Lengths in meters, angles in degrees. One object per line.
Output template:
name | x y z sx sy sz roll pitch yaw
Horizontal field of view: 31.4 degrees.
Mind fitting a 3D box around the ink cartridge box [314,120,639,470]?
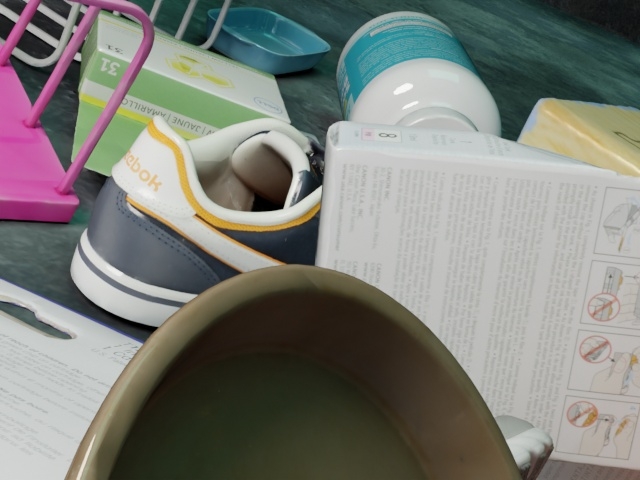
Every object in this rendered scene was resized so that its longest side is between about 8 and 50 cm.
ink cartridge box | 0.112 0.036 0.655 0.232 0.189 0.066 4 24 -3

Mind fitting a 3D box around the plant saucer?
plant saucer | 0.005 0.146 0.385 0.278 0.041 0.278 27 55 -47

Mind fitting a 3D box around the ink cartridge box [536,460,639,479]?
ink cartridge box | 0.149 0.058 0.727 0.255 0.189 0.097 30 24 12

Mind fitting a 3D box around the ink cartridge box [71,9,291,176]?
ink cartridge box | -0.109 -0.102 0.915 0.171 0.056 0.235 19 21 -18

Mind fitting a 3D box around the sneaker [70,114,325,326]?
sneaker | 0.000 0.000 0.778 0.321 0.127 0.126 9 24 -39

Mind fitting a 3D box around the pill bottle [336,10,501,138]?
pill bottle | 0.095 -0.126 1.125 0.146 0.146 0.264 21 23 -13

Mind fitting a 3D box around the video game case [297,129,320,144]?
video game case | -0.067 -0.066 0.981 0.193 0.023 0.212 16 25 -24

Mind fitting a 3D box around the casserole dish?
casserole dish | -0.064 -0.231 1.328 0.114 0.037 0.188 33 24 15

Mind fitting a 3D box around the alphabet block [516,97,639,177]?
alphabet block | 0.257 0.013 0.945 0.197 0.192 0.193 39 28 31

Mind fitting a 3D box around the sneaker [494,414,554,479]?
sneaker | 0.016 0.121 0.558 0.115 0.105 0.281 38 24 32

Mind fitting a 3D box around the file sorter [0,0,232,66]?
file sorter | -0.214 -0.281 1.096 0.193 0.173 0.277 32 23 16

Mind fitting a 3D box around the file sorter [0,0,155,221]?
file sorter | -0.263 -0.181 0.739 0.202 0.182 0.291 3 45 -45

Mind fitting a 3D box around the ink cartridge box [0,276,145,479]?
ink cartridge box | -0.200 0.051 0.427 0.303 0.072 0.307 21 3 23
